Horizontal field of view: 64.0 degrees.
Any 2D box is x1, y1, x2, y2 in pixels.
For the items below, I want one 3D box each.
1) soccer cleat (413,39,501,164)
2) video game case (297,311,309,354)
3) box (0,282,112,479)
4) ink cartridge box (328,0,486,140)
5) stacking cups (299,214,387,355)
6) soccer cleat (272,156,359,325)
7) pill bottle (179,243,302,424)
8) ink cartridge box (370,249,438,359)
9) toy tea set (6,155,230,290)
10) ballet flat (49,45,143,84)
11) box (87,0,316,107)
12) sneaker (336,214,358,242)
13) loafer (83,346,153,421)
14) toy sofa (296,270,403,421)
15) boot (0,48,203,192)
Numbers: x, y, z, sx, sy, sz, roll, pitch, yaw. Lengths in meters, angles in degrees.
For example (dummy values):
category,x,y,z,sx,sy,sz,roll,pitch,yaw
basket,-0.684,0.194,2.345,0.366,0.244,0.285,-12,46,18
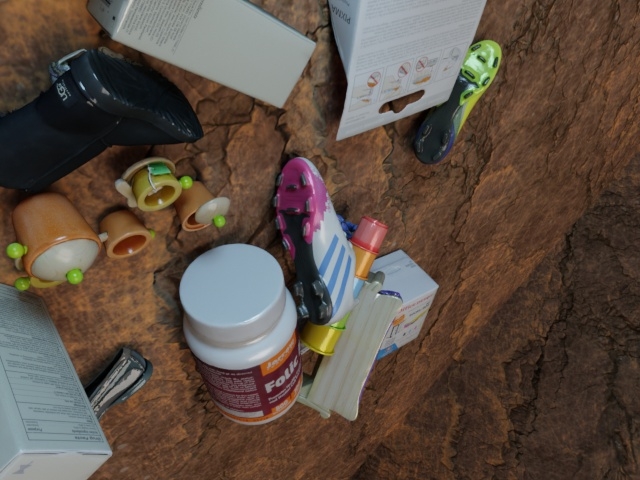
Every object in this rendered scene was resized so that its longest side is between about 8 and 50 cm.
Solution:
category,x,y,z,sx,sy,sz,roll,pitch,yaw
soccer cleat,0.294,-0.302,1.134,0.289,0.093,0.121,-62,173,18
video game case,-0.087,0.279,1.399,0.173,0.022,0.190,-35,145,-14
box,-0.427,0.202,0.696,0.121,0.311,0.148,-45,147,1
ink cartridge box,0.150,-0.386,0.884,0.308,0.091,0.385,-25,148,-27
stacking cups,0.061,0.100,1.149,0.096,0.096,0.316,20,100,-54
soccer cleat,0.000,0.000,1.012,0.143,0.116,0.331,-16,100,-46
pill bottle,-0.154,0.202,1.061,0.224,0.224,0.392,-29,144,-21
ink cartridge box,0.192,0.180,1.450,0.171,0.168,0.233,-21,140,-30
toy tea set,-0.279,-0.008,0.756,0.336,0.124,0.200,-26,161,-25
ballet flat,-0.280,-0.221,0.641,0.114,0.041,0.041,-24,142,-29
box,-0.142,-0.277,0.672,0.275,0.094,0.113,9,120,-51
sneaker,0.011,-0.022,1.140,0.221,0.083,0.087,15,103,-58
loafer,-0.460,0.313,1.003,0.267,0.096,0.084,-41,127,-16
toy sofa,0.068,0.248,1.276,0.150,0.177,0.362,-29,140,-78
boot,-0.294,-0.138,0.662,0.207,0.094,0.246,-26,175,15
